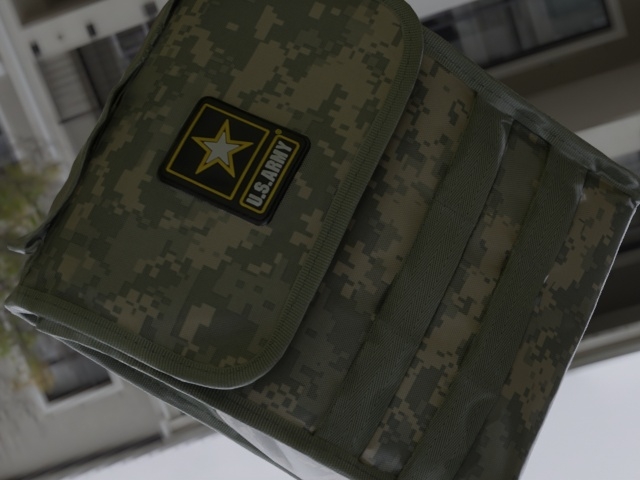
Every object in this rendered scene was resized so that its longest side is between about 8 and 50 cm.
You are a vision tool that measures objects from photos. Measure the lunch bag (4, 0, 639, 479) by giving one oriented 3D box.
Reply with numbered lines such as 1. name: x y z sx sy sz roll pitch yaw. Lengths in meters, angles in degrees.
1. lunch bag: 0.000 0.000 0.721 0.235 0.287 0.169 -64 -159 -15
